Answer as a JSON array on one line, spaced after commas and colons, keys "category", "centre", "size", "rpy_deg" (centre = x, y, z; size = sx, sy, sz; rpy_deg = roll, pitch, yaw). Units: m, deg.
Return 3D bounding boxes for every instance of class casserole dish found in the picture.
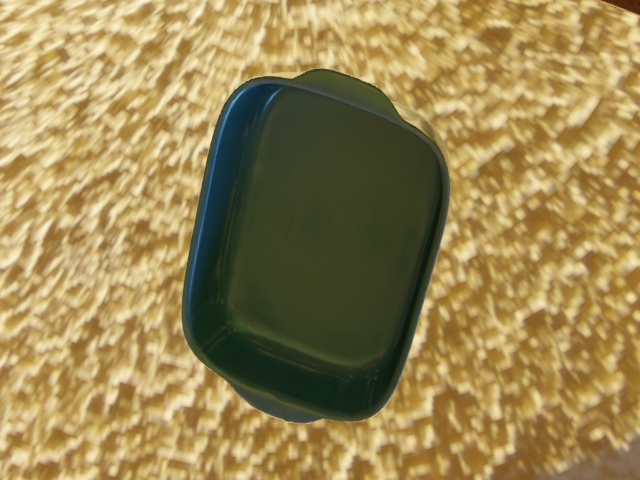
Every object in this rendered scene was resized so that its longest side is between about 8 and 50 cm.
[{"category": "casserole dish", "centre": [0.000, 0.000, 0.910], "size": [0.114, 0.037, 0.188], "rpy_deg": [20, -57, 11]}]

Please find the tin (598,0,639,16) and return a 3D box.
[{"category": "tin", "centre": [0.166, -0.176, 1.118], "size": [0.190, 0.106, 0.040], "rpy_deg": [26, -49, 25]}]
